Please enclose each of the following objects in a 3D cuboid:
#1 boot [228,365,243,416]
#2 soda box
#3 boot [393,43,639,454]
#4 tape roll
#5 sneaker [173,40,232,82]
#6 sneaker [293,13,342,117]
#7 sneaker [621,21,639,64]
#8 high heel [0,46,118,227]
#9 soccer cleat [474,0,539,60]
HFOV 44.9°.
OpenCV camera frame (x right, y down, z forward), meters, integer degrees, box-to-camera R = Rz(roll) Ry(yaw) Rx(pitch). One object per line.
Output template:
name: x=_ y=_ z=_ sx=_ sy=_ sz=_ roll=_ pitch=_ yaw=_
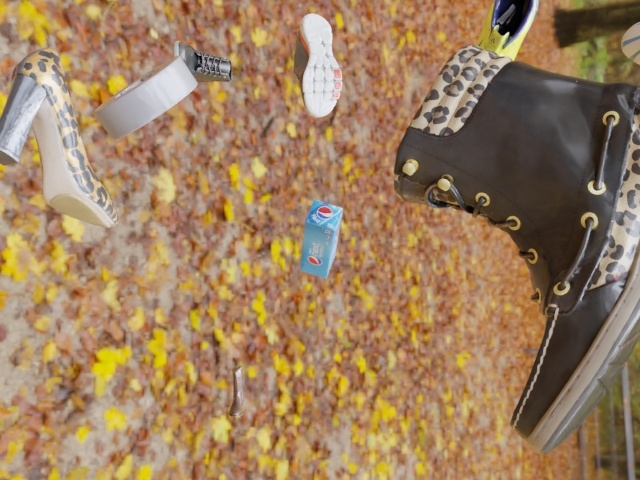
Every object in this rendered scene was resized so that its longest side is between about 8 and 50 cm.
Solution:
boot: x=-0.215 y=0.383 z=1.976 sx=0.106 sy=0.037 sz=0.114 roll=-107 pitch=-161 yaw=-80
soda box: x=0.000 y=0.000 z=1.787 sx=0.210 sy=0.071 sz=0.067 roll=98 pitch=11 yaw=-55
boot: x=0.206 y=-0.009 z=0.792 sx=0.138 sy=0.284 sz=0.377 roll=10 pitch=104 yaw=-62
tape roll: x=-0.371 y=-0.304 z=1.646 sx=0.072 sy=0.219 sz=0.219 roll=56 pitch=33 yaw=-20
sneaker: x=-0.291 y=-0.446 z=1.929 sx=0.222 sy=0.118 sz=0.083 roll=-19 pitch=112 yaw=-84
sneaker: x=-0.010 y=-0.244 z=1.118 sx=0.061 sy=0.065 sz=0.158 roll=7 pitch=72 yaw=-25
sneaker: x=0.534 y=-0.268 z=1.124 sx=0.126 sy=0.240 sz=0.091 roll=-28 pitch=125 yaw=-36
high heel: x=-0.349 y=-0.142 z=1.115 sx=0.261 sy=0.093 sz=0.186 roll=50 pitch=46 yaw=-54
soccer cleat: x=0.317 y=-0.341 z=1.430 sx=0.121 sy=0.093 sz=0.289 roll=-28 pitch=140 yaw=-73
